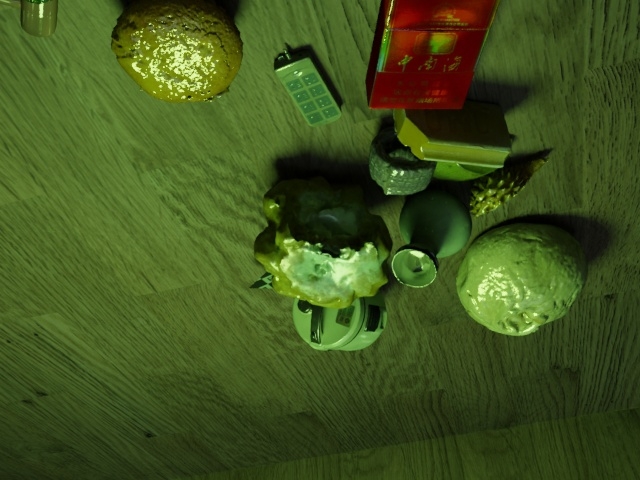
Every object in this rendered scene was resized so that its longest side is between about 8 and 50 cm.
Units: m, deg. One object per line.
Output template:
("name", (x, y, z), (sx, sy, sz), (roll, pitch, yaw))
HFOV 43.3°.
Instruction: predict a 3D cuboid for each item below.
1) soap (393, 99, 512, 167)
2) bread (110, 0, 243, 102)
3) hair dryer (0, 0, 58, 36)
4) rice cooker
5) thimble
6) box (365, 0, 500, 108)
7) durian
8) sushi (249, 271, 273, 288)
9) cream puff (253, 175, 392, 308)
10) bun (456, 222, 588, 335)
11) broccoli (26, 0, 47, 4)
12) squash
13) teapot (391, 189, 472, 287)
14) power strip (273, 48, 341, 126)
("soap", (0.276, -0.233, 1.705), (0.231, 0.140, 0.073), (5, 141, -13))
("bread", (-0.256, -0.361, 1.459), (0.239, 0.139, 0.240), (-3, 145, -2))
("hair dryer", (-0.550, -0.430, 1.402), (0.181, 0.064, 0.117), (11, 142, -13))
("rice cooker", (0.053, 0.191, 2.196), (0.226, 0.226, 0.244), (-24, 158, 27))
("thimble", (0.181, -0.175, 1.773), (0.150, 0.150, 0.098), (0, 146, -7))
("box", (0.203, -0.379, 1.519), (0.197, 0.089, 0.313), (0, 148, -5))
("durian", (0.434, -0.144, 1.906), (0.224, 0.140, 0.078), (-38, 93, 15))
("sushi", (-0.049, 0.056, 2.158), (0.231, 0.047, 0.219), (3, 147, -41))
("cream puff", (0.006, 0.006, 1.902), (0.323, 0.270, 0.275), (11, 125, -8))
("bun", (0.544, 0.119, 2.171), (0.352, 0.227, 0.349), (-15, 142, 12))
("broccoli", (-0.383, -0.493, 1.176), (0.283, 0.304, 0.321), (43, 127, -10))
("squash", (0.330, -0.170, 1.851), (0.191, 0.085, 0.184), (11, 142, -19))
("teapot", (0.255, -0.003, 1.926), (0.183, 0.251, 0.184), (13, 126, 18))
("power strip", (-0.026, -0.312, 1.652), (0.079, 0.029, 0.227), (-16, 144, 17))
